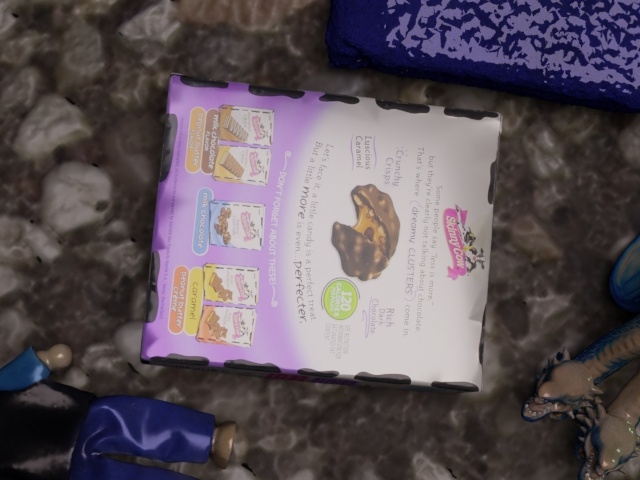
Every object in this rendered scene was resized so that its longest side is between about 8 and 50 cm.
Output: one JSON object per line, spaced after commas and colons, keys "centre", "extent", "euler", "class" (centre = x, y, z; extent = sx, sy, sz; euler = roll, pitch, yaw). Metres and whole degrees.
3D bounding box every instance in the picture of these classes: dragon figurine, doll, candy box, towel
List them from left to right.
{"centre": [-0.147, 0.124, 0.785], "extent": [0.189, 0.046, 0.129], "euler": [11, 80, -6], "class": "doll"}
{"centre": [0.000, 0.000, 0.809], "extent": [0.196, 0.070, 0.165], "euler": [7, 81, -6], "class": "candy box"}
{"centre": [0.135, -0.236, 0.863], "extent": [0.227, 0.076, 0.308], "euler": [10, 81, 2], "class": "towel"}
{"centre": [0.231, 0.022, 0.826], "extent": [0.085, 0.144, 0.289], "euler": [44, 60, 2], "class": "dragon figurine"}
